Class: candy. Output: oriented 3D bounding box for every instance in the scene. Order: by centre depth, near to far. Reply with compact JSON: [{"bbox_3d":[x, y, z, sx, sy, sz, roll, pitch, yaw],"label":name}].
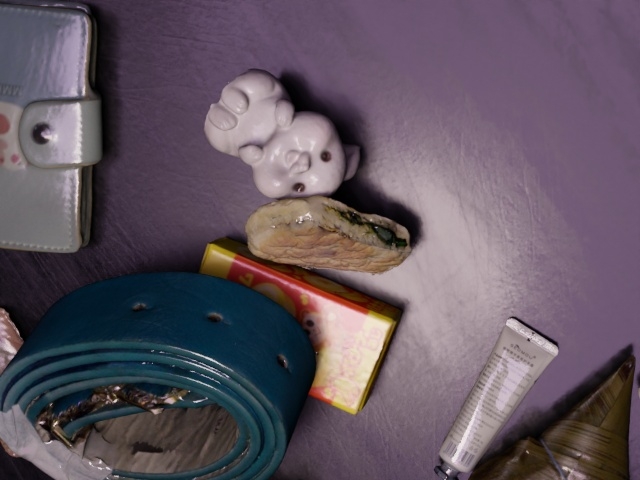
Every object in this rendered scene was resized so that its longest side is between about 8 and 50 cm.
[{"bbox_3d":[-0.042,0.112,1.811,0.276,0.088,0.146,21,102,8],"label":"candy"}]

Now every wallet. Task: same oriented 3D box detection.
[{"bbox_3d":[-0.421,-0.159,1.863,0.252,0.083,0.360,6,99,17],"label":"wallet"}]

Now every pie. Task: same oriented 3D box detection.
[{"bbox_3d":[0.000,0.003,1.745,0.185,0.218,0.052,-25,57,46],"label":"pie"}]

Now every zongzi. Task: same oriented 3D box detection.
[{"bbox_3d":[0.381,0.335,1.737,0.286,0.138,0.300,44,94,-1],"label":"zongzi"}]

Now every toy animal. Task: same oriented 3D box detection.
[{"bbox_3d":[-0.048,-0.125,1.745,0.193,0.178,0.127,38,94,6],"label":"toy animal"}]

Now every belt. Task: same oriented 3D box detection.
[{"bbox_3d":[-0.220,0.203,1.754,0.437,0.173,0.300,-9,124,31],"label":"belt"}]

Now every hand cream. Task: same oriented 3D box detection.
[{"bbox_3d":[0.226,0.221,1.794,0.080,0.050,0.234,32,97,7],"label":"hand cream"}]

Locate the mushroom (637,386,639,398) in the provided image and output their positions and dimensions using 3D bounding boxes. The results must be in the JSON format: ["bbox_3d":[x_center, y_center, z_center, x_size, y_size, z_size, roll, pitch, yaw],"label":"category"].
[{"bbox_3d":[0.488,0.265,1.727,0.092,0.081,0.223,-21,94,-5],"label":"mushroom"}]

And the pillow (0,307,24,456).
[{"bbox_3d":[-0.450,0.208,1.934,0.135,0.034,0.211,-37,90,12],"label":"pillow"}]
